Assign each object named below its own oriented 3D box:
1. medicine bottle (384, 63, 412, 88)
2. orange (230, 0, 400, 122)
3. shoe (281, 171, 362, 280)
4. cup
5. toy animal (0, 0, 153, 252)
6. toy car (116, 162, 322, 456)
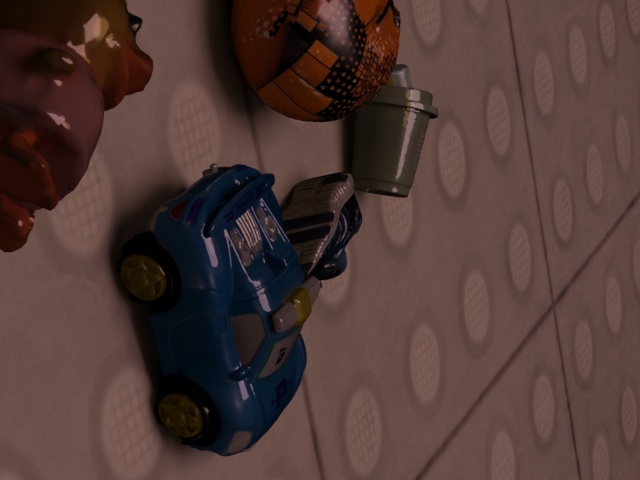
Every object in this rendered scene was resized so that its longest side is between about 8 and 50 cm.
[{"bbox_3d":[0.107,-0.200,2.260,0.047,0.047,0.083,-44,127,-58],"label":"medicine bottle"},{"bbox_3d":[-0.008,-0.250,1.873,0.234,0.182,0.234,2,90,-75],"label":"orange"},{"bbox_3d":[0.000,0.000,1.957,0.106,0.091,0.207,69,27,-22],"label":"shoe"},{"bbox_3d":[0.091,-0.130,2.153,0.120,0.120,0.141,7,90,-64],"label":"cup"},{"bbox_3d":[-0.247,-0.139,1.395,0.169,0.195,0.281,34,49,-9],"label":"toy animal"},{"bbox_3d":[-0.084,0.077,1.698,0.198,0.166,0.314,-42,125,-54],"label":"toy car"}]
